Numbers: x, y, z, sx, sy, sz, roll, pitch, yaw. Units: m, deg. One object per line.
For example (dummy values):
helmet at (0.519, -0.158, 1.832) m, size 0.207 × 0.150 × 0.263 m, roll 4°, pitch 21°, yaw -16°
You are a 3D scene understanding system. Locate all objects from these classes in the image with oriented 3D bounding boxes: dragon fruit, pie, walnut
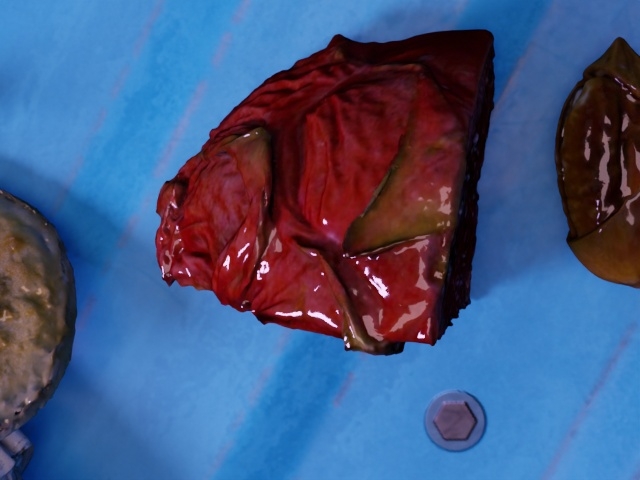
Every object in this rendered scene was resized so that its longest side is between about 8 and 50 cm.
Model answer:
dragon fruit at (0.000, 0.000, 1.122) m, size 0.330 × 0.302 × 0.240 m, roll -11°, pitch 125°, yaw 24°
pie at (-0.331, 0.059, 1.139) m, size 0.274 × 0.055 × 0.274 m, roll 8°, pitch 56°, yaw -12°
walnut at (0.250, -0.063, 1.101) m, size 0.115 × 0.116 × 0.207 m, roll -2°, pitch 94°, yaw 8°

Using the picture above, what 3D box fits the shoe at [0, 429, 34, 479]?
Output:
shoe at (-0.351, 0.210, 1.185) m, size 0.198 × 0.172 × 0.351 m, roll -8°, pitch 73°, yaw -22°
